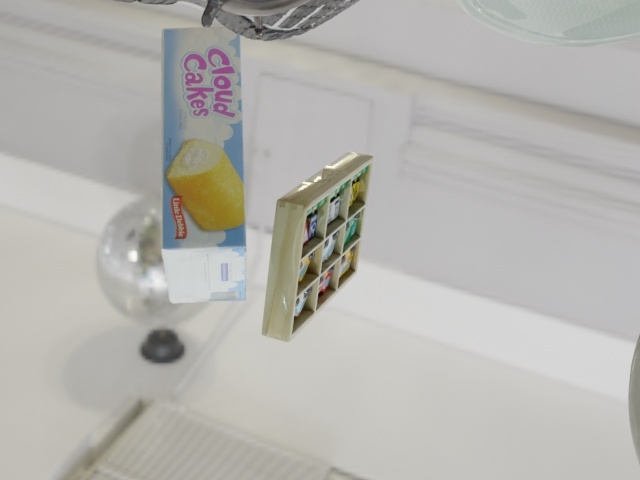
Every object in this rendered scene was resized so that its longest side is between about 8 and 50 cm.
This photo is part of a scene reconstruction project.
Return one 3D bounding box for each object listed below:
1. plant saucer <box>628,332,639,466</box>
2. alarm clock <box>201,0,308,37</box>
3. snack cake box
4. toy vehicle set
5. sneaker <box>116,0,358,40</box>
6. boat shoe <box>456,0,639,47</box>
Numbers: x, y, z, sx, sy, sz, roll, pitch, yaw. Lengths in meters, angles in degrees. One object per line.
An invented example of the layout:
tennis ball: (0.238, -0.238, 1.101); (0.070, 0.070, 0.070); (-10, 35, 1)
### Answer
plant saucer: (0.510, 0.160, 1.218); (0.400, 0.400, 0.100); (21, -176, 26)
alarm clock: (-0.030, -0.224, 0.794); (0.129, 0.192, 0.064); (22, -155, -29)
snack cake box: (-0.126, -0.080, 1.352); (0.089, 0.152, 0.264); (-2, -113, -3)
toy vehicle set: (0.000, 0.000, 1.521); (0.035, 0.166, 0.267); (13, -160, 16)
sneaker: (-0.075, -0.244, 0.974); (0.300, 0.111, 0.121); (9, -114, -43)
boat shoe: (0.213, -0.188, 0.785); (0.302, 0.114, 0.091); (-1, -119, -24)
